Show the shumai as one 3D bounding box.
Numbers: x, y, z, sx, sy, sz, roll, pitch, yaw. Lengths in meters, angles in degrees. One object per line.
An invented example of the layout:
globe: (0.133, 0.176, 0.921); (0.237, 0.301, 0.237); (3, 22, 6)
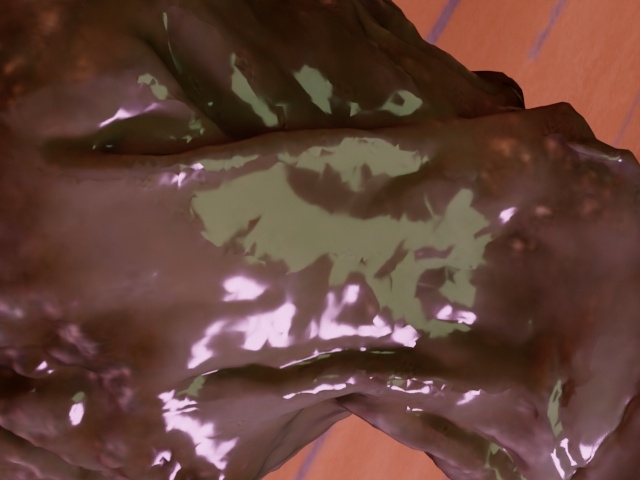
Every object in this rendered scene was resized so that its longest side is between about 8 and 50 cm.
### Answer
shumai: (0.000, 0.000, 0.556); (0.292, 0.288, 0.330); (-46, 139, -35)
